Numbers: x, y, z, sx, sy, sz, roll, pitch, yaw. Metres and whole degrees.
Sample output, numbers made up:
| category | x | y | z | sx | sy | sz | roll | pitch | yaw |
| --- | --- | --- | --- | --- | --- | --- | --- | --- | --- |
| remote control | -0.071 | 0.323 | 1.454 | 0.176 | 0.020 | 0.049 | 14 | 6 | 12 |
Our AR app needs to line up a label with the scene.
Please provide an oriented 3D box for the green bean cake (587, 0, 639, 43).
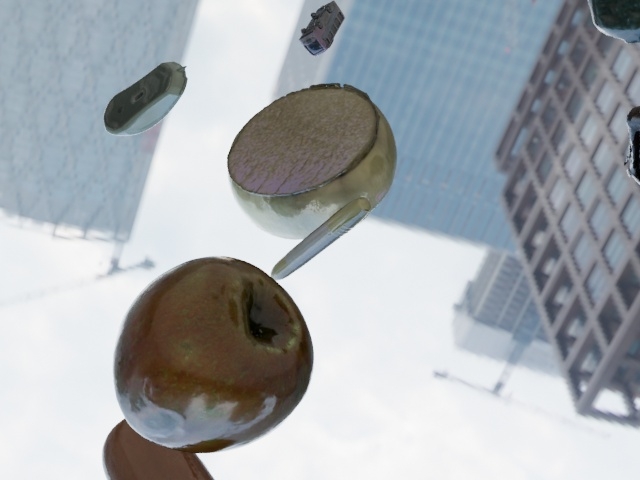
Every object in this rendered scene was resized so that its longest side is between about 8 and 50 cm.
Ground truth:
| category | x | y | z | sx | sy | sz | roll | pitch | yaw |
| --- | --- | --- | --- | --- | --- | --- | --- | --- | --- |
| green bean cake | 0.444 | -0.402 | 1.421 | 0.300 | 0.308 | 0.169 | -10 | -174 | 34 |

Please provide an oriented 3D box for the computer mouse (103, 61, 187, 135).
| category | x | y | z | sx | sy | sz | roll | pitch | yaw |
| --- | --- | --- | --- | --- | --- | --- | --- | --- | --- |
| computer mouse | -0.283 | -0.236 | 2.099 | 0.056 | 0.181 | 0.089 | 32 | -149 | -50 |

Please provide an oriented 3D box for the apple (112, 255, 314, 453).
| category | x | y | z | sx | sy | sz | roll | pitch | yaw |
| --- | --- | --- | --- | --- | --- | --- | --- | --- | --- |
| apple | -0.126 | 0.137 | 1.405 | 0.237 | 0.207 | 0.237 | 39 | -149 | -29 |

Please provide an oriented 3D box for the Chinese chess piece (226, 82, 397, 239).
| category | x | y | z | sx | sy | sz | roll | pitch | yaw |
| --- | --- | --- | --- | --- | --- | --- | --- | --- | --- |
| Chinese chess piece | -0.014 | -0.124 | 1.955 | 0.270 | 0.112 | 0.270 | -14 | -138 | 13 |

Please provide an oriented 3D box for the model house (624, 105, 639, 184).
| category | x | y | z | sx | sy | sz | roll | pitch | yaw |
| --- | --- | --- | --- | --- | --- | --- | --- | --- | --- |
| model house | 0.637 | -0.140 | 1.905 | 0.317 | 0.297 | 0.282 | -19 | -165 | -1 |

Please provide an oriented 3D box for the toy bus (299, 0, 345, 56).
| category | x | y | z | sx | sy | sz | roll | pitch | yaw |
| --- | --- | --- | --- | --- | --- | --- | --- | --- | --- |
| toy bus | 0.003 | -0.359 | 2.115 | 0.052 | 0.037 | 0.131 | 53 | -146 | -21 |

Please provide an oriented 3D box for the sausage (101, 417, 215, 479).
| category | x | y | z | sx | sy | sz | roll | pitch | yaw |
| --- | --- | --- | --- | --- | --- | --- | --- | --- | --- |
| sausage | -0.170 | 0.357 | 1.587 | 0.121 | 0.121 | 0.304 | -7 | -136 | -40 |

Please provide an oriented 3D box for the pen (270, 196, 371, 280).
| category | x | y | z | sx | sy | sz | roll | pitch | yaw |
| --- | --- | --- | --- | --- | --- | --- | --- | --- | --- |
| pen | 0.000 | 0.000 | 1.730 | 0.040 | 0.233 | 0.032 | -9 | -109 | -39 |
